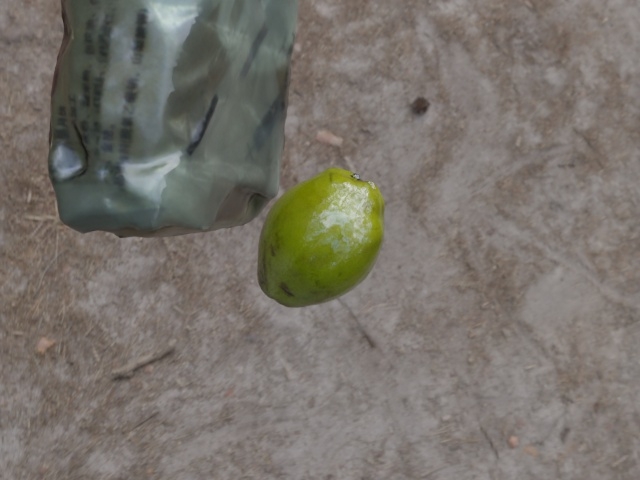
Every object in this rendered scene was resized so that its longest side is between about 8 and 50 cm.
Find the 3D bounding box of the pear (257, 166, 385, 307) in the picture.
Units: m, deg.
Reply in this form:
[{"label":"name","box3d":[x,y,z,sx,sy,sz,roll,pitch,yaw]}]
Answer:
[{"label":"pear","box3d":[0.000,0.000,1.470,0.212,0.212,0.269,33,104,-7]}]

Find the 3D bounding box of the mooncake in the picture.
[{"label":"mooncake","box3d":[-0.060,-0.063,0.362,0.073,0.130,0.125,11,95,20]}]
